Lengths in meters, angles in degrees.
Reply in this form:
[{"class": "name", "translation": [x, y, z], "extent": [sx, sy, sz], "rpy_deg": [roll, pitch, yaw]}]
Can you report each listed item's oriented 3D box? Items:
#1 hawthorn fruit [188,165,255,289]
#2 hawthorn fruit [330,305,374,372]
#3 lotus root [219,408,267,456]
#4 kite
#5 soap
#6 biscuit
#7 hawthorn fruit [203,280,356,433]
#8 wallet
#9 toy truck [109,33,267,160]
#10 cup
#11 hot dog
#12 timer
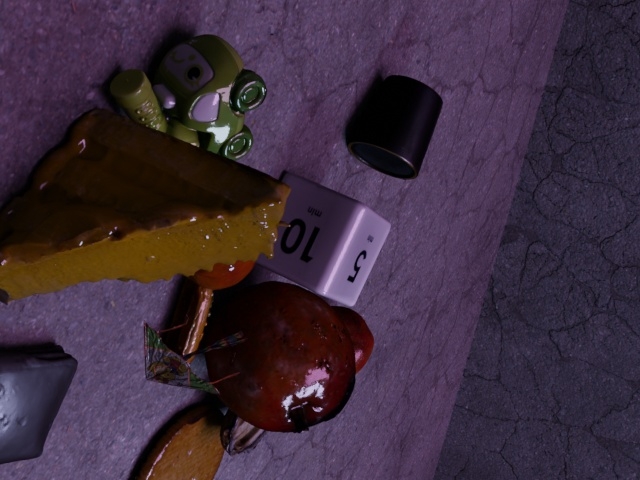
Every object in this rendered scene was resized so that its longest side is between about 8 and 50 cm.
[{"class": "hawthorn fruit", "translation": [-0.171, -0.044, 1.509], "extent": [0.196, 0.196, 0.225], "rpy_deg": [83, 30, -50]}, {"class": "hawthorn fruit", "translation": [0.042, 0.246, 2.240], "extent": [0.179, 0.179, 0.200], "rpy_deg": [-64, 165, -2]}, {"class": "lotus root", "translation": [-0.151, 0.355, 2.017], "extent": [0.329, 0.078, 0.167], "rpy_deg": [-31, 133, -67]}, {"class": "kite", "translation": [-0.227, 0.199, 1.645], "extent": [0.198, 0.244, 0.006], "rpy_deg": [51, 32, -19]}, {"class": "soap", "translation": [-0.240, 0.012, 1.224], "extent": [0.304, 0.338, 0.169], "rpy_deg": [-57, 153, -20]}, {"class": "biscuit", "translation": [-0.293, 0.475, 1.925], "extent": [0.305, 0.038, 0.305], "rpy_deg": [-45, 149, -38]}, {"class": "hawthorn fruit", "translation": [-0.072, 0.226, 1.822], "extent": [0.316, 0.316, 0.316], "rpy_deg": [-46, 150, -37]}, {"class": "wallet", "translation": [-0.489, 0.238, 1.283], "extent": [0.377, 0.051, 0.197], "rpy_deg": [5, 111, -64]}, {"class": "toy truck", "translation": [-0.197, -0.192, 1.379], "extent": [0.210, 0.148, 0.187], "rpy_deg": [-28, 145, -23]}, {"class": "cup", "translation": [0.151, -0.249, 2.071], "extent": [0.166, 0.239, 0.177], "rpy_deg": [29, 77, -24]}, {"class": "hot dog", "translation": [-0.233, 0.147, 1.690], "extent": [0.055, 0.072, 0.188], "rpy_deg": [8, 106, -44]}, {"class": "timer", "translation": [0.000, 0.000, 1.881], "extent": [0.195, 0.192, 0.194], "rpy_deg": [-64, 156, -2]}]
